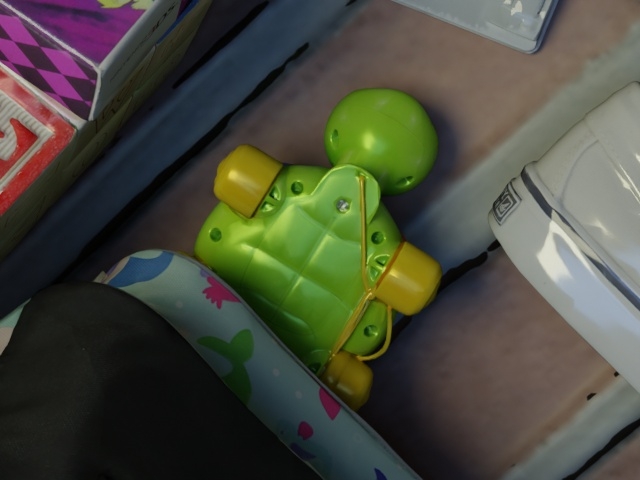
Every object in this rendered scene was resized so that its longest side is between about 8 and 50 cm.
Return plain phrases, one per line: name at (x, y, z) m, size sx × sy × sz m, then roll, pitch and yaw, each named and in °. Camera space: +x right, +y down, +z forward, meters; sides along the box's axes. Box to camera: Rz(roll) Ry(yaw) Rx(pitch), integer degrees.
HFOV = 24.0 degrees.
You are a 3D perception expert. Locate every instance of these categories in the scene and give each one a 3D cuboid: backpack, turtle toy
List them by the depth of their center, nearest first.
backpack at (-0.083, 0.142, 0.542) m, size 0.225 × 0.191 × 0.253 m, roll 45°, pitch 128°, yaw -6°
turtle toy at (0.000, 0.000, 0.581) m, size 0.095 × 0.066 × 0.130 m, roll 33°, pitch 102°, yaw -1°

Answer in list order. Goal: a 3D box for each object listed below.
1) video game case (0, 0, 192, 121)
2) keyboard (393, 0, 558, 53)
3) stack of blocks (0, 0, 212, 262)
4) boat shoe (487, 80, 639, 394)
video game case at (-0.111, -0.183, 0.515) m, size 0.232 × 0.042 × 0.210 m, roll 35°, pitch 63°, yaw 1°
keyboard at (0.092, -0.196, 0.541) m, size 0.072 × 0.014 × 0.256 m, roll 24°, pitch 112°, yaw 9°
stack of blocks at (-0.192, -0.032, 0.508) m, size 0.171 × 0.087 × 0.297 m, roll 40°, pitch 65°, yaw -2°
boat shoe at (0.185, 0.052, 0.556) m, size 0.267 × 0.096 × 0.088 m, roll 45°, pitch 107°, yaw 7°
